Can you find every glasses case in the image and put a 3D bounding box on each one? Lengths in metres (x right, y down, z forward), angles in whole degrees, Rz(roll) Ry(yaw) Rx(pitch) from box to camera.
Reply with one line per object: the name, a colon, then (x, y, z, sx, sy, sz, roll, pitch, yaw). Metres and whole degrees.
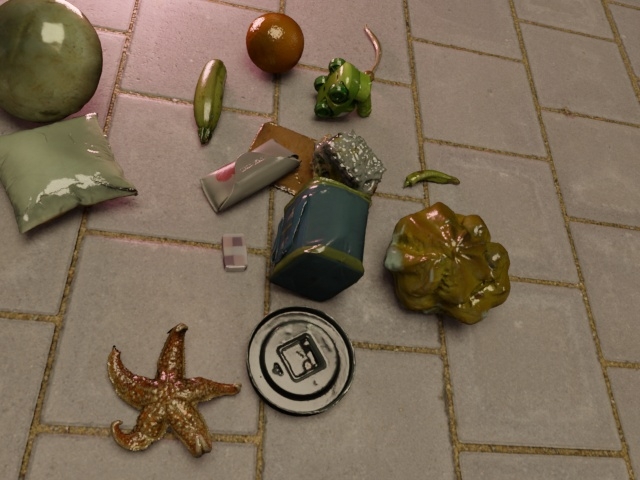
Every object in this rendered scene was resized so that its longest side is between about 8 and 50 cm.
glasses case: (-0.200, -0.204, 1.643, 0.308, 0.083, 0.128, -34, 74, -28)

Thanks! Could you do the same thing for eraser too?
eraser: (-0.234, 0.032, 1.545, 0.064, 0.026, 0.105, 1, 60, -18)

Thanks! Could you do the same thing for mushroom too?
mushroom: (0.190, -0.687, 2.073, 0.068, 0.043, 0.307, 27, 52, -29)
mushroom: (-0.760, -0.489, 1.554, 0.351, 0.260, 0.353, -1, 87, 19)

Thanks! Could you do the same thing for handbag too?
handbag: (0.000, 0.000, 1.489, 0.222, 0.263, 0.241, 20, 54, -21)

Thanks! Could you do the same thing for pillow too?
pillow: (-0.685, -0.190, 1.495, 0.312, 0.119, 0.310, -23, 71, -26)

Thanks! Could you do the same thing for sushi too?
sushi: (0.082, -0.196, 1.667, 0.139, 0.184, 0.274, -36, 83, -29)

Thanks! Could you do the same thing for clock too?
clock: (-0.051, 0.300, 1.422, 0.280, 0.055, 0.281, 7, 60, -12)

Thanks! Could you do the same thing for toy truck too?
toy truck: (0.088, -0.479, 1.832, 0.210, 0.187, 0.148, 6, 65, -12)

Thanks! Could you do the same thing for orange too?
orange: (-0.147, -0.649, 1.870, 0.205, 0.206, 0.206, 7, 59, -11)

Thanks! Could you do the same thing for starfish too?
starfish: (-0.334, 0.339, 1.294, 0.311, 0.113, 0.304, 3, 60, -10)

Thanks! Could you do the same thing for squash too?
squash: (-0.343, -0.439, 1.751, 0.094, 0.094, 0.341, 9, 59, -10)

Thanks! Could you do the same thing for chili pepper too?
chili pepper: (0.358, -0.205, 1.835, 0.208, 0.043, 0.049, -6, 50, -19)

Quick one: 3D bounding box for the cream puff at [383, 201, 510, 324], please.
cream puff: (0.362, 0.047, 1.555, 0.377, 0.276, 0.379, 8, 56, -12)

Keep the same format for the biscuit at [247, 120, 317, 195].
biscuit: (-0.107, -0.251, 1.751, 0.231, 0.013, 0.237, 22, 58, -1)
